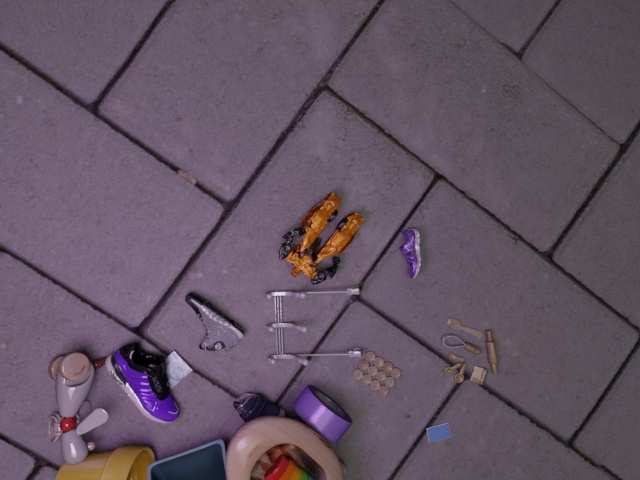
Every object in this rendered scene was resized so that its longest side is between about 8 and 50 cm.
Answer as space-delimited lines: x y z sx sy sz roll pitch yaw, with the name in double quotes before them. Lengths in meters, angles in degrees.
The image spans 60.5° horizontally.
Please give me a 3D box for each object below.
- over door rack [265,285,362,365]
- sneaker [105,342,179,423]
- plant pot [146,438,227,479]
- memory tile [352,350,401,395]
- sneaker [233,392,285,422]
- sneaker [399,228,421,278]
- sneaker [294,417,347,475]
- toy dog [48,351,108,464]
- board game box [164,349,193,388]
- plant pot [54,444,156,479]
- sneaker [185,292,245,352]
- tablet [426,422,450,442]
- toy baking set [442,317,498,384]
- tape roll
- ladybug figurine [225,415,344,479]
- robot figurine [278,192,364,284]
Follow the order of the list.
"over door rack" -0.014 0.277 1.796 0.324 0.108 0.239 -3 95 -9
"sneaker" -0.525 0.439 1.711 0.146 0.102 0.293 -38 100 14
"plant pot" -0.372 0.824 1.708 0.248 0.247 0.252 -17 130 -7
"memory tile" 0.194 0.457 1.889 0.148 0.012 0.113 34 88 -9
"sneaker" -0.245 0.605 1.786 0.163 0.086 0.226 42 77 -20
"sneaker" 0.305 0.045 1.860 0.071 0.068 0.169 -3 86 6
"sneaker" -0.007 0.694 1.835 0.262 0.099 0.121 33 84 -11
"toy dog" -0.721 0.485 1.678 0.161 0.220 0.333 -3 104 -40
"board game box" -0.477 0.417 1.777 0.090 0.020 0.090 -41 99 -2
"plant pot" -0.662 0.753 1.674 0.239 0.254 0.253 2 94 7
"sneaker" -0.366 0.280 1.754 0.229 0.086 0.132 39 90 -10
"tablet" 0.419 0.680 1.943 0.083 0.006 0.054 -12 96 -7
"toy baking set" 0.525 0.391 1.926 0.197 0.030 0.256 -7 95 -8
"tape roll" 0.007 0.559 1.777 0.189 0.189 0.080 38 88 -10
"ladybug figurine" -0.110 0.704 1.671 0.305 0.162 0.449 -44 109 -15
"robot figurine" 0.000 0.000 1.789 0.211 0.085 0.291 40 87 -9
